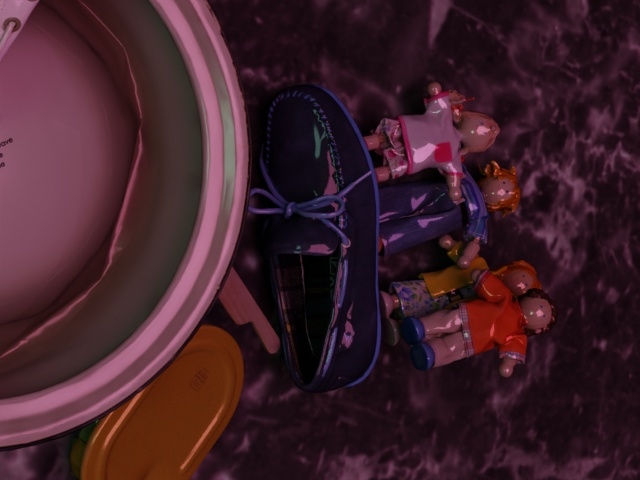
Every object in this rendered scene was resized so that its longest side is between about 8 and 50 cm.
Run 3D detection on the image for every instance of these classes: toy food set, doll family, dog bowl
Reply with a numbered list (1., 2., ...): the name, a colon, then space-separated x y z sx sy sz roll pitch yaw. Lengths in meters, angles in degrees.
1. toy food set: -0.133 0.122 1.253 0.218 0.071 0.128 -54 140 -12
2. doll family: 0.115 -0.002 1.364 0.163 0.118 0.263 -14 83 -21
3. dog bowl: -0.261 -0.060 1.111 0.408 0.150 0.408 -3 96 -28

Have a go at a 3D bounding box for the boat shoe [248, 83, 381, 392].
1. boat shoe: 0.000 0.000 1.273 0.089 0.109 0.258 -19 98 -55

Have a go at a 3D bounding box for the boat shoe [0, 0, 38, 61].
1. boat shoe: -0.191 -0.192 1.003 0.096 0.098 0.277 35 87 -27
